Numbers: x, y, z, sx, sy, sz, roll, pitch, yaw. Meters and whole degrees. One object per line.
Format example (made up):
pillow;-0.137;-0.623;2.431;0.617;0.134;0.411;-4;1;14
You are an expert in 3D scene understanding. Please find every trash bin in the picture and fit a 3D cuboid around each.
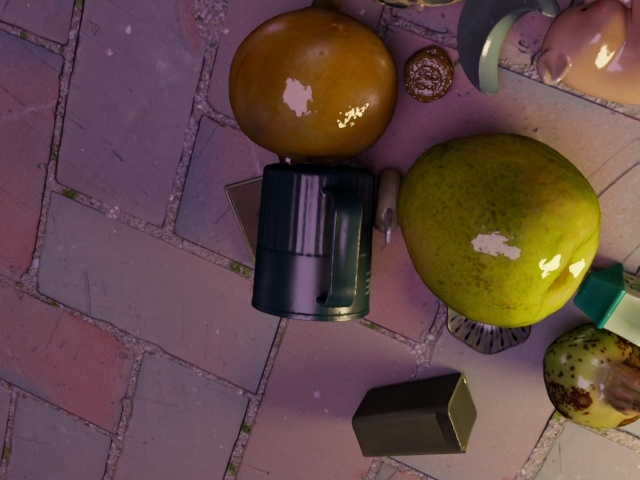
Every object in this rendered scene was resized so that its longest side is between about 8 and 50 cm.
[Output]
trash bin;0.212;0.399;1.956;0.240;0.164;0.122;-12;107;27

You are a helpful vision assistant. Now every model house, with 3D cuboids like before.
model house;0.589;0.116;1.716;0.149;0.127;0.100;24;117;4

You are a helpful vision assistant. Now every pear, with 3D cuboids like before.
pear;0.321;-0.033;1.630;0.391;0.391;0.391;7;114;17

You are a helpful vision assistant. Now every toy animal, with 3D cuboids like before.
toy animal;0.523;-0.349;1.506;0.256;0.195;0.213;18;109;15

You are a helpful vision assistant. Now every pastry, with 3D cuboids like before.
pastry;0.212;-0.327;1.702;0.097;0.057;0.109;9;117;10

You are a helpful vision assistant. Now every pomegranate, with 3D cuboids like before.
pomegranate;0.570;0.294;1.719;0.222;0.276;0.204;2;121;-19

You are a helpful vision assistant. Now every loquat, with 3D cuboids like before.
loquat;-0.009;-0.312;1.653;0.328;0.328;0.359;9;86;16

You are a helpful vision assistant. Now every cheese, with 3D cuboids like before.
cheese;0.135;-0.054;1.736;0.054;0.251;0.127;5;113;1

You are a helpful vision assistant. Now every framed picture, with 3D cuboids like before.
framed picture;-0.121;-0.047;1.963;0.150;0.015;0.203;-14;106;24

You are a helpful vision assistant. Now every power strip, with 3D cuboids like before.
power strip;0.324;-0.386;1.593;0.167;0.054;0.253;65;145;22

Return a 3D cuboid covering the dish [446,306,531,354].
dish;0.361;0.147;1.846;0.191;0.066;0.190;6;113;15

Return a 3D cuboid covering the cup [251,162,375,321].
cup;-0.017;-0.002;1.714;0.242;0.308;0.292;6;97;13

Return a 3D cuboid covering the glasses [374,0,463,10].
glasses;0.167;-0.533;1.590;0.190;0.088;0.220;5;113;36
